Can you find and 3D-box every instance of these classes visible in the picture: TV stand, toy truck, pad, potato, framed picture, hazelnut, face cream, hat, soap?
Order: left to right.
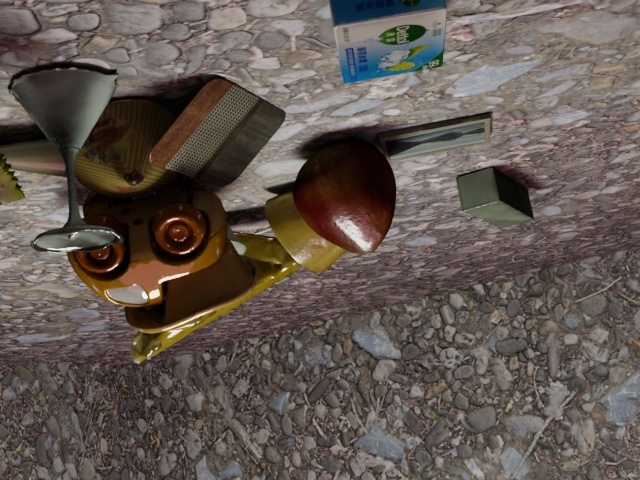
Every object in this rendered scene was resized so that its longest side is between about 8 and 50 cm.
[{"bbox_3d":[-0.400,-0.131,1.698,0.341,0.084,0.137,-1,-175,-13],"label":"face cream"},{"bbox_3d":[-0.283,-0.114,1.623,0.193,0.082,0.193,-9,134,-10],"label":"hat"},{"bbox_3d":[-0.263,0.013,1.776,0.288,0.211,0.204,-14,-154,1],"label":"toy truck"},{"bbox_3d":[-0.205,0.135,2.303,0.339,0.304,0.169,8,171,4],"label":"soap"},{"bbox_3d":[-0.086,-0.200,1.644,0.323,0.055,0.250,-31,161,19],"label":"pad"},{"bbox_3d":[0.010,-0.043,2.196,0.158,0.178,0.203,-30,128,19],"label":"potato"},{"bbox_3d":[0.054,-0.073,1.959,0.208,0.208,0.208,-8,167,-2],"label":"hazelnut"},{"bbox_3d":[0.211,-0.187,1.988,0.203,0.015,0.150,-10,167,5],"label":"framed picture"},{"bbox_3d":[0.388,-0.091,2.388,0.088,0.082,0.269,-16,165,23],"label":"TV stand"}]

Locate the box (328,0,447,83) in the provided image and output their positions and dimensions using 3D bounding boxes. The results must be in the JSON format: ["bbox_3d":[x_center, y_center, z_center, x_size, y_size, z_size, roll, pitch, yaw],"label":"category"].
[{"bbox_3d":[0.086,-0.275,1.379,0.139,0.073,0.194,-9,167,3],"label":"box"}]

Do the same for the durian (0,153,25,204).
[{"bbox_3d":[-0.590,-0.098,1.483,0.352,0.169,0.158,-9,168,11],"label":"durian"}]

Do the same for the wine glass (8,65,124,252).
[{"bbox_3d":[-0.342,-0.105,1.480,0.156,0.232,0.156,-8,167,-2],"label":"wine glass"}]

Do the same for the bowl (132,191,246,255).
[{"bbox_3d":[-0.306,-0.028,2.046,0.313,0.146,0.313,-9,166,-2],"label":"bowl"}]

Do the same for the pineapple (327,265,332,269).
[{"bbox_3d":[0.003,-0.001,2.391,0.161,0.136,0.176,-8,167,-2],"label":"pineapple"}]
